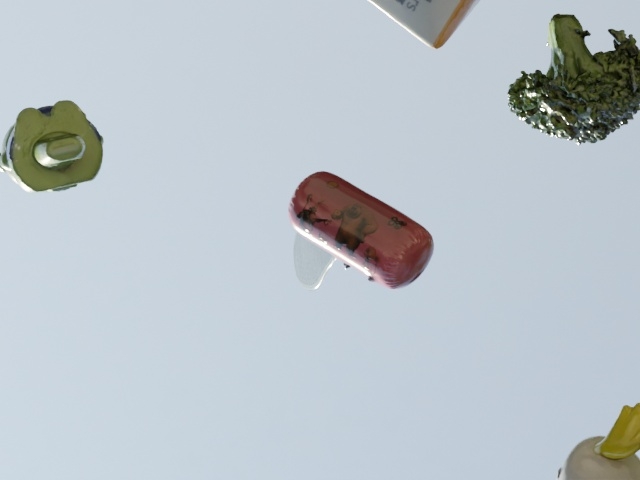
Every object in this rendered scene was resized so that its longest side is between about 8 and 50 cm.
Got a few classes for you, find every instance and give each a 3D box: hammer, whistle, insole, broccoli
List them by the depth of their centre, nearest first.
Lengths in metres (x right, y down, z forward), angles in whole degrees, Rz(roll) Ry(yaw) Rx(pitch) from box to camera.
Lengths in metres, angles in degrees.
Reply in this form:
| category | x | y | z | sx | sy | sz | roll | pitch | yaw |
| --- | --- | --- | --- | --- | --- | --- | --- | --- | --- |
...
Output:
| category | x | y | z | sx | sy | sz | roll | pitch | yaw |
| --- | --- | --- | --- | --- | --- | --- | --- | --- | --- |
| hammer | 0.020 | -0.005 | 0.889 | 0.083 | 0.043 | 0.043 | 32 | -142 | 28 |
| broccoli | 0.179 | -0.112 | 1.175 | 0.095 | 0.092 | 0.097 | -7 | 175 | 2 |
| insole | -0.001 | 0.000 | 1.608 | 0.003 | 0.232 | 0.080 | -3 | -103 | -14 |
| whistle | -0.259 | -0.088 | 1.614 | 0.105 | 0.085 | 0.227 | -14 | -175 | -12 |

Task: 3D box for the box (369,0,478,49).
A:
| category | x | y | z | sx | sy | sz | roll | pitch | yaw |
| --- | --- | --- | --- | --- | --- | --- | --- | --- | --- |
| box | 0.074 | -0.305 | 1.207 | 0.221 | 0.274 | 0.091 | 39 | -137 | 4 |

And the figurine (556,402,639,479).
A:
| category | x | y | z | sx | sy | sz | roll | pitch | yaw |
| --- | --- | --- | --- | --- | --- | --- | --- | --- | --- |
| figurine | 0.265 | 0.224 | 1.319 | 0.109 | 0.129 | 0.178 | -25 | -118 | -39 |
